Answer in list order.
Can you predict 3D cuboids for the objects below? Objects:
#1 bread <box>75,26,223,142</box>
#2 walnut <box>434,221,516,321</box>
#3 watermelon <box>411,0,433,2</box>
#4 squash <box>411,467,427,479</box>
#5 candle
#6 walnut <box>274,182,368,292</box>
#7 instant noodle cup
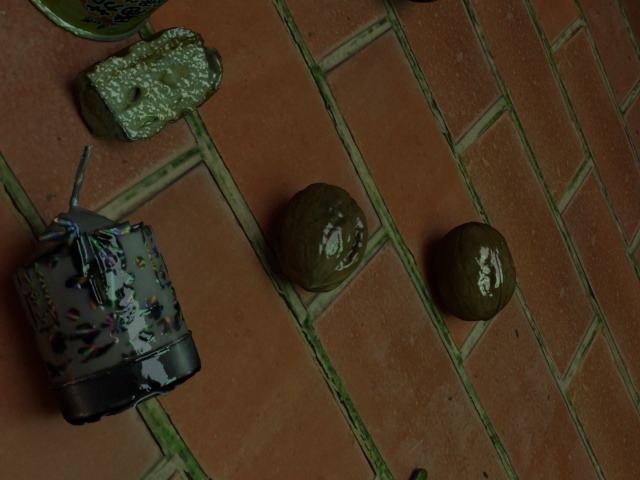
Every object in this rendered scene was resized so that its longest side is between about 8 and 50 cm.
[{"bbox_3d":[-0.245,-0.225,1.220,0.232,0.088,0.128,-41,102,-39],"label":"bread"},{"bbox_3d":[0.317,0.065,1.718,0.167,0.167,0.207,-13,92,-49],"label":"walnut"},{"bbox_3d":[0.191,-0.595,1.769,0.232,0.127,0.204,-28,101,-46],"label":"watermelon"},{"bbox_3d":[0.177,0.457,1.555,0.083,0.027,0.028,-47,115,-44],"label":"squash"},{"bbox_3d":[-0.275,0.055,1.033,0.187,0.187,0.330,-23,96,-49],"label":"candle"},{"bbox_3d":[0.000,0.000,1.385,0.155,0.155,0.184,39,55,-35],"label":"walnut"},{"bbox_3d":[-0.274,-0.427,1.148,0.264,0.200,0.265,13,72,-46],"label":"instant noodle cup"}]
